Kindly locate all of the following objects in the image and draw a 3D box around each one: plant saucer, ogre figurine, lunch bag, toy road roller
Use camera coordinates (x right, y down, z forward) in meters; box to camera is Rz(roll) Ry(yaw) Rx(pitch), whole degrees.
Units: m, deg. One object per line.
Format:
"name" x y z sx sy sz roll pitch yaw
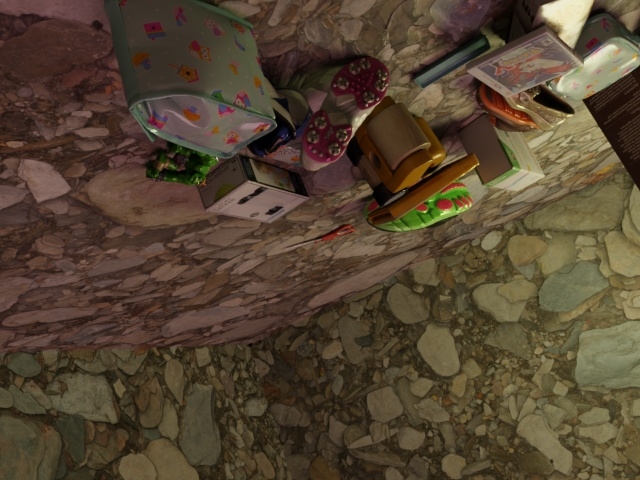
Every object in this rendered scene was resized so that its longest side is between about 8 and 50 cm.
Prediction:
"plant saucer" 0.322 -0.439 1.363 0.192 0.018 0.067 -27 161 21
"ogre figurine" -0.313 -0.185 1.294 0.118 0.096 0.197 20 124 -37
"lunch bag" -0.222 -0.275 0.905 0.160 0.223 0.262 -26 161 34
"toy road roller" 0.233 -0.259 1.514 0.241 0.202 0.329 -29 170 -16
"lunch bag" 0.738 -0.495 1.511 0.279 0.107 0.224 -2 153 -45

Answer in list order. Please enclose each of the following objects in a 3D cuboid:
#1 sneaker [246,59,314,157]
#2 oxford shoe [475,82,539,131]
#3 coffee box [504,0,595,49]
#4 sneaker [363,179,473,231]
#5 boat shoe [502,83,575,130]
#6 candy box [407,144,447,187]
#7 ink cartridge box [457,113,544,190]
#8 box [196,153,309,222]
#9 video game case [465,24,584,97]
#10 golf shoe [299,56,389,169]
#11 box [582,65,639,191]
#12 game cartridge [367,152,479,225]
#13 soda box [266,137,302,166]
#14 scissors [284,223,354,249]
"sneaker" -0.108 -0.249 1.175 0.127 0.182 0.315 -25 161 18
"oxford shoe" 0.545 -0.374 1.630 0.364 0.129 0.133 6 162 -43
"coffee box" 0.512 -0.505 1.243 0.141 0.098 0.246 -19 162 3
"sneaker" 0.371 -0.101 2.129 0.483 0.185 0.202 -9 155 -29
"boat shoe" 0.582 -0.402 1.515 0.285 0.104 0.089 21 154 -34
"candy box" 0.335 -0.246 1.876 0.109 0.053 0.186 -15 162 -23
"ink cartridge box" 0.596 -0.280 1.821 0.117 0.201 0.278 -33 159 35
"box" -0.185 -0.137 1.566 0.169 0.087 0.290 -30 160 25
"video game case" 0.475 -0.409 1.294 0.183 0.023 0.201 14 159 -40
"golf shoe" 0.043 -0.279 1.228 0.306 0.115 0.140 -54 -176 -21
"box" 1.040 -0.363 1.776 0.143 0.381 0.191 -9 159 -33
"game cartridge" 0.316 -0.159 1.741 0.324 0.052 0.285 -35 -177 -8
"soda box" -0.094 -0.241 1.405 0.058 0.063 0.183 -32 159 31
"scissors" 0.000 0.000 2.271 0.297 0.021 0.109 -22 164 -1
